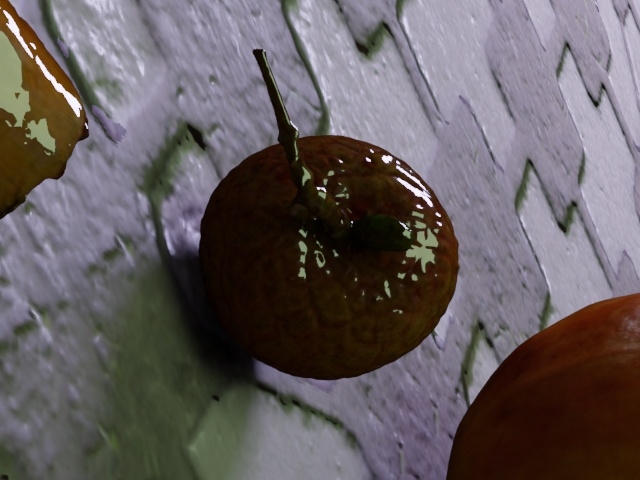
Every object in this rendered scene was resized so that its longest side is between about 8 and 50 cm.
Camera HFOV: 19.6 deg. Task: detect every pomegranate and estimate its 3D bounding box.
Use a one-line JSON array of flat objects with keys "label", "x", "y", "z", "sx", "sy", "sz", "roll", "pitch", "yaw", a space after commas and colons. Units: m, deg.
[{"label": "pomegranate", "x": 0.195, "y": 0.151, "z": 0.889, "sx": 0.229, "sy": 0.271, "sz": 0.252, "roll": 55, "pitch": 34, "yaw": -55}]

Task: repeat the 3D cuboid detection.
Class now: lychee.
[{"label": "lychee", "x": -0.003, "y": 0.004, "z": 0.751, "sx": 0.114, "sy": 0.101, "sz": 0.140, "roll": 42, "pitch": 6, "yaw": 8}]

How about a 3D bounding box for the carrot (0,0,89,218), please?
[{"label": "carrot", "x": -0.149, "y": -0.095, "z": 0.525, "sx": 0.205, "sy": 0.072, "sz": 0.072, "roll": 56, "pitch": 27, "yaw": -29}]
